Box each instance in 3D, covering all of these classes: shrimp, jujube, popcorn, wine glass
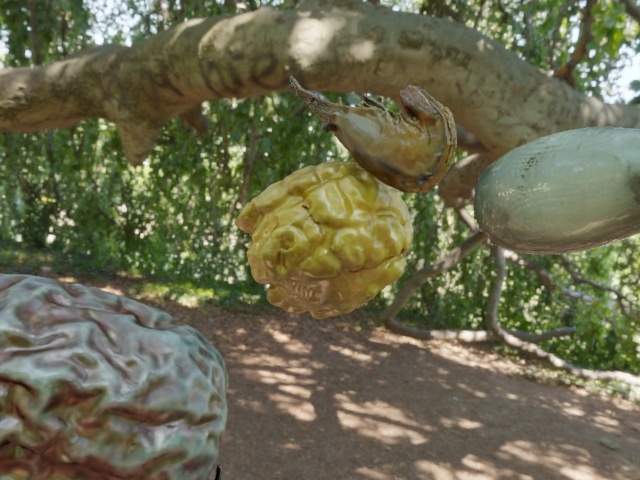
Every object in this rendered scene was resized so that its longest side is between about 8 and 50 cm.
[{"bbox_3d":[0.064,-0.157,0.677,0.262,0.117,0.066,46,25,27],"label":"shrimp"},{"bbox_3d":[-0.239,0.146,0.508,0.317,0.226,0.226,19,-1,-11],"label":"jujube"},{"bbox_3d":[0.000,0.000,0.759,0.250,0.190,0.250,2,-41,2],"label":"popcorn"},{"bbox_3d":[0.166,-0.112,0.328,0.096,0.264,0.309,-35,7,-15],"label":"wine glass"}]
